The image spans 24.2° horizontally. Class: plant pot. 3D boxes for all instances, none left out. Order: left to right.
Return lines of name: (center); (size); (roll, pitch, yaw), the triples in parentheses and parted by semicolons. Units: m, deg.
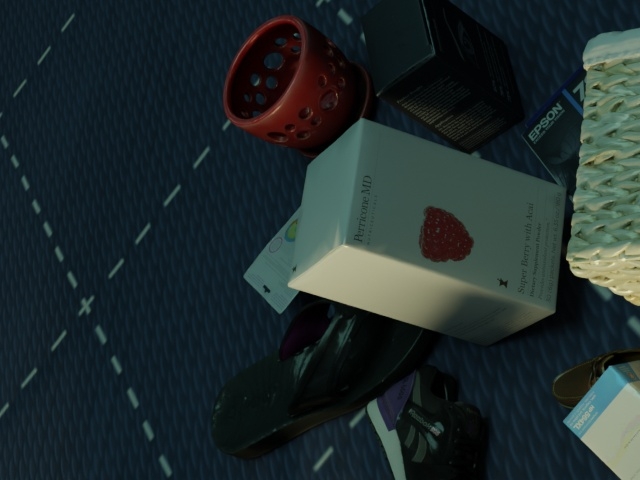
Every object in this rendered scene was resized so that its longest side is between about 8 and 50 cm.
plant pot: (-0.030, -0.228, 2.308); (0.191, 0.174, 0.191); (-25, 51, 36)

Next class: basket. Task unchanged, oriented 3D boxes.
basket: (0.477, -0.059, 1.529); (0.331, 0.328, 0.266); (-7, 67, 45)

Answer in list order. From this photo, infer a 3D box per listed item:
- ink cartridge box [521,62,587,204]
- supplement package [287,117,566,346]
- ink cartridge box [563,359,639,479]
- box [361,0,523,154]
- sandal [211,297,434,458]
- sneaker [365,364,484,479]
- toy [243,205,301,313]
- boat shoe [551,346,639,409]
ink cartridge box: (0.367, -0.126, 1.897); (0.165, 0.065, 0.333); (-49, 39, 17)
supplement package: (0.134, -0.004, 1.863); (0.175, 0.293, 0.177); (143, 140, -60)
ink cartridge box: (0.359, 0.214, 1.639); (0.143, 0.092, 0.090); (47, 112, 24)
box: (0.168, -0.240, 2.068); (0.108, 0.207, 0.153); (-34, 46, 30)
sandal: (-0.009, 0.171, 2.096); (0.446, 0.107, 0.167); (-37, 44, 27)
sneaker: (0.155, 0.265, 1.866); (0.124, 0.107, 0.283); (-42, 42, 14)
toy: (0.000, 0.000, 2.233); (0.237, 0.056, 0.137); (-53, 35, 3)
boat shoe: (0.342, 0.155, 1.752); (0.178, 0.060, 0.064); (-19, 55, 41)
